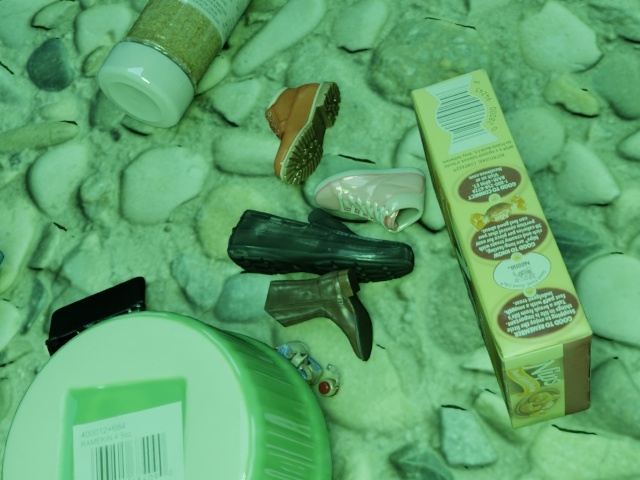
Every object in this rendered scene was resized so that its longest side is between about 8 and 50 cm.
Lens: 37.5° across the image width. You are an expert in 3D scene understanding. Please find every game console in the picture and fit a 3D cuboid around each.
[{"bbox_3d":[-0.252,0.111,1.107,0.122,0.071,0.107,-22,87,2],"label":"game console"}]

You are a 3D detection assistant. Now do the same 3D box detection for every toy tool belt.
[{"bbox_3d":[-0.025,0.140,1.002,0.083,0.051,0.052,35,104,30],"label":"toy tool belt"}]

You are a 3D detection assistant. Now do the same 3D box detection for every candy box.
[{"bbox_3d":[0.181,0.007,0.951,0.087,0.183,0.317,-17,57,6],"label":"candy box"}]

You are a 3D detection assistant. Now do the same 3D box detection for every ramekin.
[{"bbox_3d":[-0.154,0.214,0.907,0.303,0.148,0.304,-8,67,18],"label":"ramekin"}]

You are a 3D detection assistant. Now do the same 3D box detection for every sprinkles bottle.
[{"bbox_3d":[-0.163,-0.323,1.277,0.121,0.121,0.356,17,65,23],"label":"sprinkles bottle"}]

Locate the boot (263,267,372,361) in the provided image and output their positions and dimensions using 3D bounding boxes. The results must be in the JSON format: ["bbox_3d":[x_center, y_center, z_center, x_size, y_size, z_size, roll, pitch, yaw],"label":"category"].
[{"bbox_3d":[-0.004,0.088,1.039,0.114,0.037,0.107,-13,89,27],"label":"boot"}]

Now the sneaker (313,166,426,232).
[{"bbox_3d":[0.058,-0.043,1.092,0.134,0.051,0.070,-6,53,6],"label":"sneaker"}]

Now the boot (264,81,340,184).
[{"bbox_3d":[-0.037,-0.134,1.173,0.084,0.059,0.158,6,53,22],"label":"boot"}]

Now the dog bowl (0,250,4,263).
[{"bbox_3d":[-0.534,0.042,1.142,0.297,0.166,0.074,-2,71,14],"label":"dog bowl"}]

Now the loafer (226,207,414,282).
[{"bbox_3d":[0.000,0.000,1.067,0.223,0.076,0.078,5,69,22],"label":"loafer"}]
